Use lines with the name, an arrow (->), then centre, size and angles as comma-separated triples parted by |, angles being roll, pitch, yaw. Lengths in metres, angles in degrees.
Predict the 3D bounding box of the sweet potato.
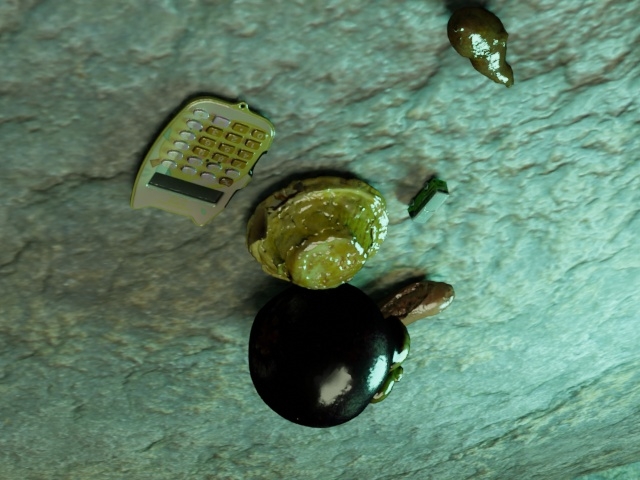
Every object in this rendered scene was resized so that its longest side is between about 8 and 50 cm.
sweet potato -> 0.210, -0.252, 0.983 | 0.068, 0.068, 0.226 | -29, 159, 22

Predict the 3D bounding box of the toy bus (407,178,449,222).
toy bus -> 0.173, -0.063, 1.239 | 0.031, 0.037, 0.083 | 10, 140, -26

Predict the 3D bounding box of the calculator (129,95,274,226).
calculator -> -0.165, -0.114, 1.086 | 0.157, 0.033, 0.236 | 17, 133, -32

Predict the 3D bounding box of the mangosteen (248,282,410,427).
mangosteen -> 0.027, 0.208, 1.373 | 0.302, 0.275, 0.275 | 20, 134, -33

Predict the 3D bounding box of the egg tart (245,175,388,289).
egg tart -> 0.000, 0.000, 1.226 | 0.241, 0.106, 0.241 | -8, 140, -7

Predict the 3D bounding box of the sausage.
sausage -> 0.115, 0.162, 1.494 | 0.326, 0.079, 0.087 | -36, 127, 28
